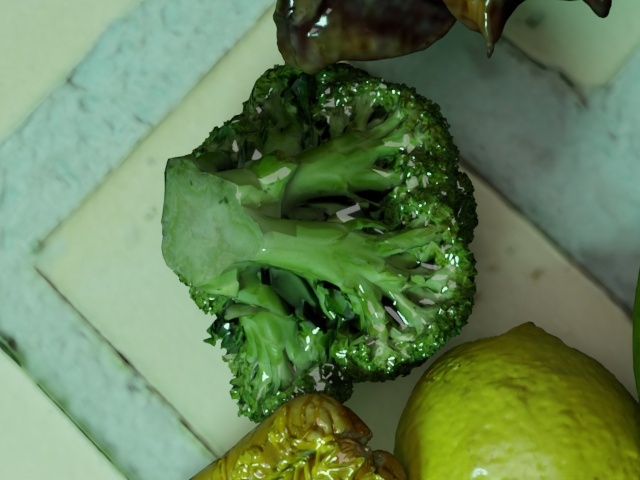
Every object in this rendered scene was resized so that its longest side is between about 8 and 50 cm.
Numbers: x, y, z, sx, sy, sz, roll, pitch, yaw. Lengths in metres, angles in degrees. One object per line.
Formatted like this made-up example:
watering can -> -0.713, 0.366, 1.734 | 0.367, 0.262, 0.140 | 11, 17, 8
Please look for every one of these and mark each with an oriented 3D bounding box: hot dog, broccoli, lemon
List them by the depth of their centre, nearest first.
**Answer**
lemon -> 0.084, 0.098, 0.726 | 0.109, 0.109, 0.133 | -11, 74, 9
hot dog -> -0.023, 0.117, 0.732 | 0.071, 0.045, 0.165 | 53, 135, 7
broccoli -> 0.000, 0.000, 0.747 | 0.162, 0.138, 0.146 | 50, 117, 29

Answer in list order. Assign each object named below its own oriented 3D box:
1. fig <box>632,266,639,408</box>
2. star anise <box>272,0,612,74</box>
fig -> 0.198, 0.063, 0.672 | 0.203, 0.203, 0.225 | 29, 105, 15
star anise -> 0.071, -0.151, 0.723 | 0.220, 0.126, 0.190 | -29, 64, -7
